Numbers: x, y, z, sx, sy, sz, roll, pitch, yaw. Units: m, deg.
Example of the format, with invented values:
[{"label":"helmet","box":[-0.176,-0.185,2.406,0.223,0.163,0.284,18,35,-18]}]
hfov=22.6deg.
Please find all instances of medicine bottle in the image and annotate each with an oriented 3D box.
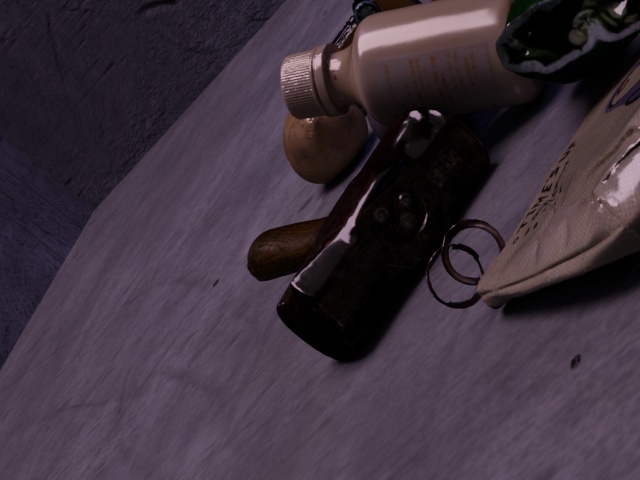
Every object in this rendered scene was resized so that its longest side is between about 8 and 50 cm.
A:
[{"label":"medicine bottle","box":[0.085,-0.169,1.547,0.252,0.114,0.114,-8,32,23]}]

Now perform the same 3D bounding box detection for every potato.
[{"label":"potato","box":[0.004,-0.132,2.007,0.112,0.112,0.147,-53,6,-13]}]

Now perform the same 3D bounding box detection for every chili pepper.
[{"label":"chili pepper","box":[0.214,-0.186,1.348,0.136,0.099,0.270,-50,1,9]}]

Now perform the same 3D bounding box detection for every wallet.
[{"label":"wallet","box":[0.228,-0.086,1.142,0.335,0.068,0.275,-52,10,-14]}]

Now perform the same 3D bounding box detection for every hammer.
[{"label":"hammer","box":[0.000,0.000,1.612,0.242,0.095,0.409,-55,15,-16]}]

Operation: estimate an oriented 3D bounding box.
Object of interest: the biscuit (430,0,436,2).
[{"label":"biscuit","box":[0.247,-0.359,1.884,0.368,0.076,0.394,-37,21,46]}]

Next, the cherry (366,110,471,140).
[{"label":"cherry","box":[0.103,-0.124,1.653,0.148,0.115,0.188,3,64,36]}]

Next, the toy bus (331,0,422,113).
[{"label":"toy bus","box":[0.070,-0.263,2.143,0.182,0.103,0.091,-54,11,12]}]
